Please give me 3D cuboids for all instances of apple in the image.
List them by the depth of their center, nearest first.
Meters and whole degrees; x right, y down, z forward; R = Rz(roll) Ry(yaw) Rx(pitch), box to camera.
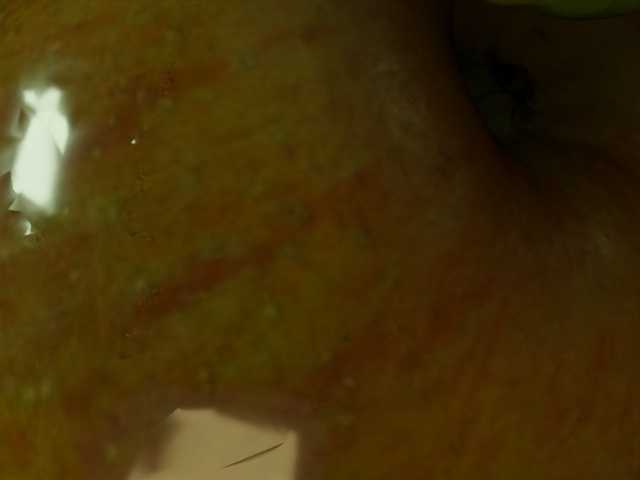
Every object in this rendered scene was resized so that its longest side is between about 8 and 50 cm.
[{"bbox_3d":[0.000,0.000,0.763,0.400,0.400,0.333,20,158,-20],"label":"apple"}]

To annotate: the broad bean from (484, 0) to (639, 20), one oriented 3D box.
[{"bbox_3d":[0.141,-0.129,0.692,0.077,0.061,0.339,29,-146,35],"label":"broad bean"}]
